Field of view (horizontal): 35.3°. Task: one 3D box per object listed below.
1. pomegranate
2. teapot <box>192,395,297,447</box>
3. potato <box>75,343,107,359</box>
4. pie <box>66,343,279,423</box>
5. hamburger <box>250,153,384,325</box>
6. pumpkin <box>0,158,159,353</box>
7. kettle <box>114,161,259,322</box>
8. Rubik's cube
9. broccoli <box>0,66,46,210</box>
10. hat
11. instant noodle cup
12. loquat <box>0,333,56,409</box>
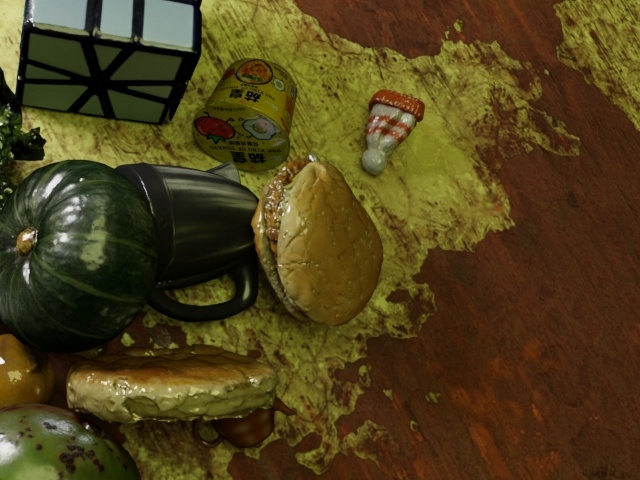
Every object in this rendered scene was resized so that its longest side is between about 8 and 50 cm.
[{"bbox_3d":[-0.416,0.393,1.433,0.291,0.291,0.323,40,63,-2],"label":"pomegranate"},{"bbox_3d":[-0.128,0.299,1.674,0.173,0.116,0.116,-22,78,2],"label":"teapot"},{"bbox_3d":[-0.390,0.165,1.656,0.083,0.040,0.051,26,59,-11],"label":"potato"},{"bbox_3d":[-0.227,0.219,1.542,0.339,0.339,0.083,1,94,-20],"label":"pie"},{"bbox_3d":[0.000,0.001,1.738,0.283,0.145,0.259,55,45,-26],"label":"hamburger"},{"bbox_3d":[-0.370,0.022,1.532,0.207,0.300,0.300,14,64,-44],"label":"pumpkin"},{"bbox_3d":[-0.204,-0.015,1.705,0.271,0.207,0.250,-5,53,-37],"label":"kettle"},{"bbox_3d":[-0.366,-0.393,1.740,0.294,0.288,0.283,5,68,-21],"label":"Rubik's cube"},{"bbox_3d":[-0.616,-0.182,1.579,0.338,0.277,0.317,22,20,28],"label":"broccoli"},{"bbox_3d":[0.128,-0.205,1.958,0.112,0.093,0.162,19,69,16],"label":"hat"},{"bbox_3d":[-0.126,-0.238,1.836,0.182,0.182,0.144,23,56,-11],"label":"instant noodle cup"},{"bbox_3d":[-0.479,0.214,1.552,0.141,0.141,0.141,7,69,-18],"label":"loquat"}]
